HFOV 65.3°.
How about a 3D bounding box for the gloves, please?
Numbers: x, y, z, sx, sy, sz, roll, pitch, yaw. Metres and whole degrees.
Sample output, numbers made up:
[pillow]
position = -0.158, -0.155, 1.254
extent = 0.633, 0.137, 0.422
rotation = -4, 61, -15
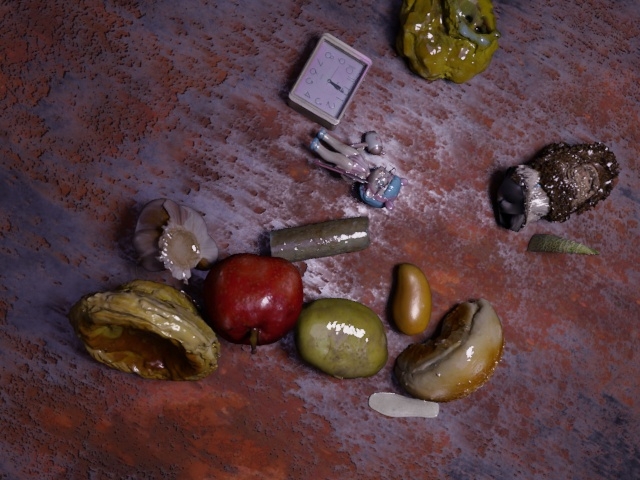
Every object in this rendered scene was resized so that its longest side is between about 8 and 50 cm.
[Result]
[gloves]
position = 0.606, -0.148, 1.285
extent = 0.313, 0.135, 0.210
rotation = -13, 93, -7

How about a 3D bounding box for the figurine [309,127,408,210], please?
[figurine]
position = 0.097, -0.191, 1.250
extent = 0.260, 0.103, 0.205
rotation = 34, 51, -5

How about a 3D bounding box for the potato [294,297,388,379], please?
[potato]
position = 0.049, 0.238, 1.216
extent = 0.229, 0.148, 0.196
rotation = -2, 78, -9

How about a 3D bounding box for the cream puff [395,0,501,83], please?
[cream puff]
position = 0.319, -0.526, 1.218
extent = 0.282, 0.185, 0.281
rotation = 0, 94, -5

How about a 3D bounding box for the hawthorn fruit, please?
[hawthorn fruit]
position = -0.148, 0.142, 1.104
extent = 0.230, 0.266, 0.210
rotation = 22, 114, -16

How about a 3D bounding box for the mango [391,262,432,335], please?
[mango]
position = 0.231, 0.149, 1.272
extent = 0.102, 0.085, 0.183
rotation = 1, 81, -3

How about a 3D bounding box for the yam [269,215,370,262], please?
[yam]
position = 0.000, 0.000, 1.234
extent = 0.260, 0.093, 0.093
rotation = -10, 92, -7

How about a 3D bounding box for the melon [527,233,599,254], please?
[melon]
position = 0.615, 0.019, 1.269
extent = 0.098, 0.182, 0.054
rotation = 16, 90, -3

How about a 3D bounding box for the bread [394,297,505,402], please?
[bread]
position = 0.346, 0.287, 1.232
extent = 0.314, 0.192, 0.171
rotation = -41, 94, -5

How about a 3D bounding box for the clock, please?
[clock]
position = 0.023, -0.390, 1.238
extent = 0.147, 0.071, 0.191
rotation = 30, 87, -7

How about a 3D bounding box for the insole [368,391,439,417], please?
[insole]
position = 0.219, 0.434, 1.311
extent = 0.192, 0.010, 0.063
rotation = 9, 90, -7

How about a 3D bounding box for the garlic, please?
[garlic]
position = -0.354, 0.042, 1.138
extent = 0.207, 0.207, 0.256
rotation = 32, 92, -7

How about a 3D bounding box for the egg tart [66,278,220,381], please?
[egg tart]
position = -0.377, 0.192, 1.108
extent = 0.352, 0.352, 0.149
rotation = 21, 51, -7
